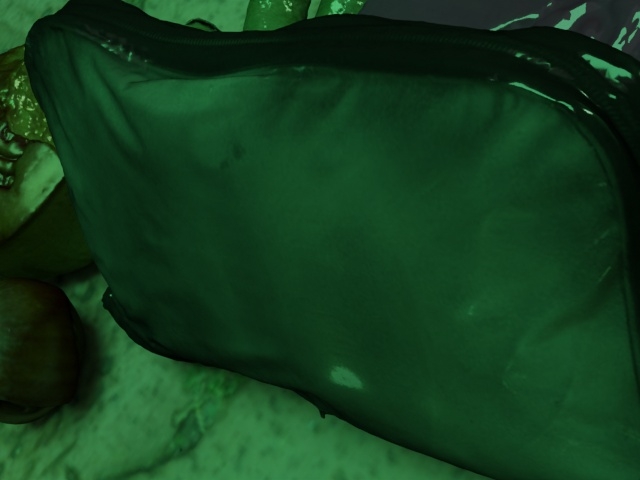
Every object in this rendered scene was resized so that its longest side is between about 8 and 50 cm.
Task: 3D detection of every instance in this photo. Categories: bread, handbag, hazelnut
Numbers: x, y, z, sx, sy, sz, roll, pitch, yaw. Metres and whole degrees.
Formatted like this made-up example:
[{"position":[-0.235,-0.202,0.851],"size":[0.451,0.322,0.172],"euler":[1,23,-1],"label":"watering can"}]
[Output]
[{"position":[-0.181,-0.040,0.747],"size":[0.125,0.086,0.156],"euler":[-35,46,19],"label":"bread"},{"position":[-0.002,-0.001,0.515],"size":[0.332,0.191,0.075],"euler":[12,41,41],"label":"handbag"},{"position":[-0.166,0.059,0.680],"size":[0.086,0.086,0.086],"euler":[-20,52,29],"label":"hazelnut"}]

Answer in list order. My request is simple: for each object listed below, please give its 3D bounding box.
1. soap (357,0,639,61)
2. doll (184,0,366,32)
[{"position":[0.140,-0.077,0.514],"size":[0.259,0.081,0.181],"euler":[33,87,46],"label":"soap"},{"position":[-0.024,-0.077,0.663],"size":[0.115,0.077,0.150],"euler":[29,78,4],"label":"doll"}]
